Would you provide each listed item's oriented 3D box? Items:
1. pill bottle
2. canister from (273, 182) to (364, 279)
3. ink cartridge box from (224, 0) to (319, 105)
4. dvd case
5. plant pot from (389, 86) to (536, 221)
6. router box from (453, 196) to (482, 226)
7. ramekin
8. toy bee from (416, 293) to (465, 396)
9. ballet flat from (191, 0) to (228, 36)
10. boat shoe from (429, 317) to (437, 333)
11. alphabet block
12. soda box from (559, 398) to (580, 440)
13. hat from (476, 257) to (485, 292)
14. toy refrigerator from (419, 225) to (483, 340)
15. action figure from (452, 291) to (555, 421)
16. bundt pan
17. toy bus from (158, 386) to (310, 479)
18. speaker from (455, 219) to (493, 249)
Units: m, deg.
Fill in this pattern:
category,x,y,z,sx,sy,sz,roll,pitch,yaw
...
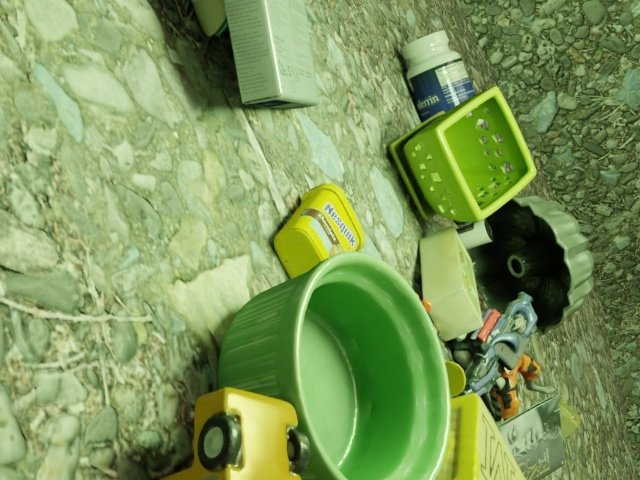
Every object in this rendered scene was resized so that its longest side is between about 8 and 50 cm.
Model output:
category,x,y,z,sx,sy,sz,roll,pitch,yaw
pill bottle,0.316,-0.405,2.106,0.265,0.153,0.153,68,24,-3
canister,0.000,0.000,1.237,0.126,0.073,0.170,62,27,-16
ink cartridge box,-0.080,-0.365,1.200,0.324,0.071,0.330,-38,118,-78
dvd case,0.429,0.436,1.672,0.221,0.018,0.164,-17,105,-33
plant pot,0.301,-0.178,1.775,0.228,0.207,0.227,-36,105,-32
router box,0.372,-0.087,2.053,0.122,0.092,0.038,38,39,-49
ramekin,0.016,0.177,0.983,0.303,0.148,0.303,26,55,-44
toy bee,0.144,0.175,1.259,0.195,0.162,0.298,31,-3,19
ballet flat,-0.166,-0.399,1.208,0.086,0.086,0.248,50,30,-37
boat shoe,0.184,0.177,1.515,0.049,0.056,0.152,64,15,-1
alphabet block,0.185,0.378,1.194,0.197,0.192,0.193,60,24,-24
soda box,0.495,0.441,1.793,0.061,0.181,0.058,42,22,9
hat,0.440,0.034,1.989,0.208,0.183,0.173,4,69,-64
toy refrigerator,0.272,0.081,1.666,0.102,0.094,0.269,60,18,-21
action figure,0.354,0.288,1.726,0.341,0.178,0.330,-42,106,-33
bundt pan,0.488,0.042,1.825,0.124,0.331,0.331,-18,87,-27
toy bus,-0.081,0.315,0.741,0.108,0.130,0.333,23,50,-42
speaker,0.324,-0.003,1.833,0.055,0.136,0.055,44,36,-43
